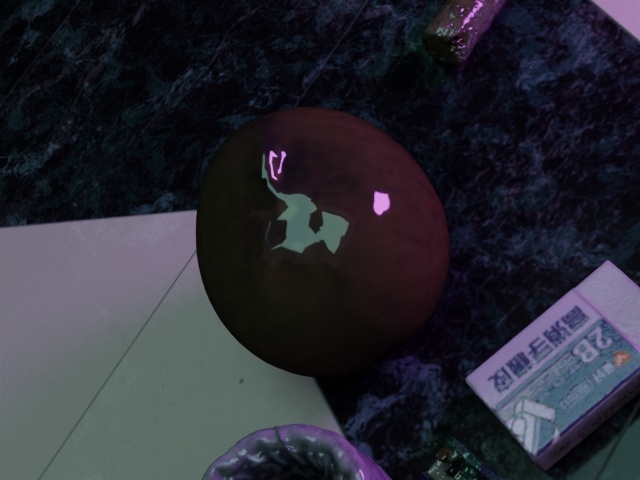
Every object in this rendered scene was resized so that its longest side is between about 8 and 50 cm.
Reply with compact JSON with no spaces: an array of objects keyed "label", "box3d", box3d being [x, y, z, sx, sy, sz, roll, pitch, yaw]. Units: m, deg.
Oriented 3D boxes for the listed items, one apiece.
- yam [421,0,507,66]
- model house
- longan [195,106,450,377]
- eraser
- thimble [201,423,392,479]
[{"label":"yam","box3d":[0.219,-0.334,1.243,0.078,0.078,0.179,28,75,37]},{"label":"model house","box3d":[0.145,0.277,0.922,0.100,0.088,0.101,-47,48,-5]},{"label":"longan","box3d":[0.000,0.000,1.029,0.319,0.319,0.319,-13,57,22]},{"label":"eraser","box3d":[0.278,0.134,0.945,0.210,0.068,0.124,-40,51,2]},{"label":"thimble","box3d":[-0.027,0.328,0.945,0.245,0.157,0.217,-37,49,4]}]
